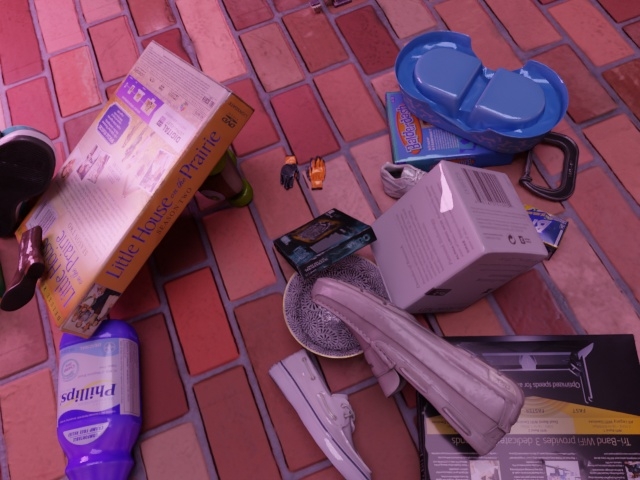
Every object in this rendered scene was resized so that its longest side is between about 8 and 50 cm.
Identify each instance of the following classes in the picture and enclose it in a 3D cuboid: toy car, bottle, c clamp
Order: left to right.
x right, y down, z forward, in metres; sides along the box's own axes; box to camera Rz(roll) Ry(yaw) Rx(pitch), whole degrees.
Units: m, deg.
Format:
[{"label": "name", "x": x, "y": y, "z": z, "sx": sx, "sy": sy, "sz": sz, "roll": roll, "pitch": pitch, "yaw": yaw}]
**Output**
[{"label": "bottle", "x": -0.328, "y": 0.264, "z": 0.859, "sx": 0.118, "sy": 0.092, "sz": 0.283, "roll": -12, "pitch": 64, "yaw": 5}, {"label": "toy car", "x": -0.240, "y": -0.105, "z": 1.003, "sx": 0.188, "sy": 0.155, "sz": 0.149, "roll": -30, "pitch": 65, "yaw": 2}, {"label": "c clamp", "x": 0.388, "y": -0.145, "z": 1.021, "sx": 0.137, "sy": 0.022, "sz": 0.160, "roll": 11, "pitch": 66, "yaw": 0}]

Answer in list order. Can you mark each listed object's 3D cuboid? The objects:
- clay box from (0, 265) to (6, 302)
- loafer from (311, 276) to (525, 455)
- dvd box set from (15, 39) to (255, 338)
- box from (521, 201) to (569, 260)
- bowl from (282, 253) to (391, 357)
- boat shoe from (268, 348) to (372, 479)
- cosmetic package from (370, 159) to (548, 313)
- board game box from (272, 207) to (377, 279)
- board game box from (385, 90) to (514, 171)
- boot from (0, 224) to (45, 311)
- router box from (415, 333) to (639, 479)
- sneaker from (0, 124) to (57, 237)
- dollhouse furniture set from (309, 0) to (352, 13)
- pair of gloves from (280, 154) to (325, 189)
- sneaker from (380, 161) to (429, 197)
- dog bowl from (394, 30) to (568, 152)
[{"label": "clay box", "x": -0.669, "y": 0.094, "z": 0.998, "sx": 0.222, "sy": 0.053, "sz": 0.127, "roll": -24, "pitch": 64, "yaw": -7}, {"label": "loafer", "x": 0.108, "y": 0.156, "z": 0.770, "sx": 0.319, "sy": 0.112, "sz": 0.111, "roll": 32, "pitch": 90, "yaw": 26}, {"label": "dvd box set", "x": -0.314, "y": -0.099, "z": 0.920, "sx": 0.420, "sy": 0.062, "sz": 0.307, "roll": -54, "pitch": 46, "yaw": 3}, {"label": "box", "x": 0.312, "y": -0.032, "z": 0.953, "sx": 0.169, "sy": 0.059, "sz": 0.054, "roll": 24, "pitch": 72, "yaw": 16}, {"label": "bowl", "x": 0.031, "y": 0.110, "z": 0.904, "sx": 0.170, "sy": 0.080, "sz": 0.170, "roll": -3, "pitch": 64, "yaw": 5}, {"label": "boat shoe", "x": 0.012, "y": 0.251, "z": 0.836, "sx": 0.076, "sy": 0.083, "sz": 0.226, "roll": -37, "pitch": 66, "yaw": -10}, {"label": "cosmetic package", "x": 0.194, "y": 0.002, "z": 0.855, "sx": 0.151, "sy": 0.183, "sz": 0.151, "roll": 3, "pitch": 56, "yaw": -37}, {"label": "board game box", "x": 0.000, "y": 0.000, "z": 0.918, "sx": 0.126, "sy": 0.186, "sz": 0.026, "roll": -29, "pitch": 108, "yaw": -8}, {"label": "board game box", "x": 0.230, "y": -0.206, "z": 1.052, "sx": 0.210, "sy": 0.047, "sz": 0.160, "roll": -4, "pitch": 64, "yaw": 3}, {"label": "boot", "x": -0.463, "y": 0.040, "z": 0.899, "sx": 0.106, "sy": 0.037, "sz": 0.114, "roll": -48, "pitch": 44, "yaw": 9}, {"label": "router box", "x": 0.291, "y": 0.258, "z": 0.805, "sx": 0.309, "sy": 0.081, "sz": 0.243, "roll": -1, "pitch": 64, "yaw": 5}, {"label": "sneaker", "x": -0.520, "y": -0.143, "z": 1.008, "sx": 0.295, "sy": 0.124, "sz": 0.178, "roll": -33, "pitch": 43, "yaw": 38}, {"label": "dollhouse furniture set", "x": 0.003, "y": -0.561, "z": 1.226, "sx": 0.091, "sy": 0.081, "sz": 0.114, "roll": -21, "pitch": 64, "yaw": -4}, {"label": "pair of gloves", "x": -0.032, "y": -0.126, "z": 1.061, "sx": 0.083, "sy": 0.010, "sz": 0.074, "roll": 1, "pitch": 65, "yaw": 7}, {"label": "sneaker", "x": 0.166, "y": -0.095, "z": 0.977, "sx": 0.152, "sy": 0.061, "sz": 0.053, "roll": 15, "pitch": 64, "yaw": 32}, {"label": "dog bowl", "x": 0.270, "y": -0.254, "z": 1.003, "sx": 0.297, "sy": 0.074, "sz": 0.166, "roll": 28, "pitch": 70, "yaw": 16}]
